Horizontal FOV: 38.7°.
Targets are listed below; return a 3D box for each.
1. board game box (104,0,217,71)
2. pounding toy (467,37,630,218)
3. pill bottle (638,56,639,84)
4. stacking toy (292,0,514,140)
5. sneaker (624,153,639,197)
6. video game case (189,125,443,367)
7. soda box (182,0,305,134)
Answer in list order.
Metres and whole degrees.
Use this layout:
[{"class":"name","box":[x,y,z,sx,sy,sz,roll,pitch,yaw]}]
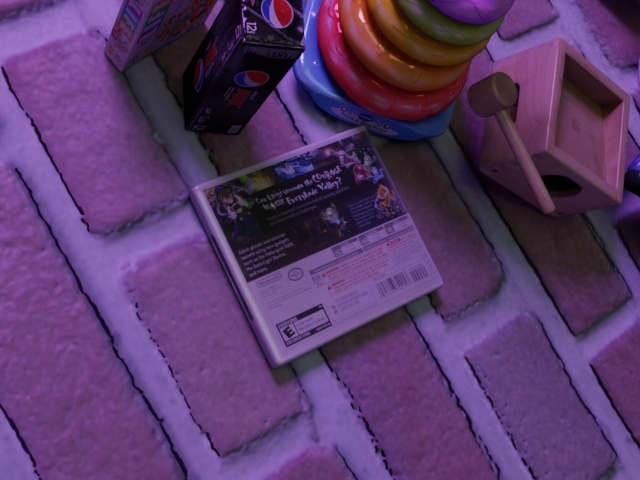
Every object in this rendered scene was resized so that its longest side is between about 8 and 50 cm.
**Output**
[{"class":"board game box","box":[-0.121,-0.209,0.770,0.103,0.154,0.026,-39,92,-28]},{"class":"pounding toy","box":[0.199,-0.098,0.887,0.206,0.094,0.181,26,65,-34]},{"class":"pill bottle","box":[0.464,-0.200,1.059,0.169,0.094,0.094,-4,75,-25]},{"class":"stacking toy","box":[0.111,-0.223,0.792,0.175,0.302,0.165,19,66,-18]},{"class":"sneaker","box":[0.427,0.031,0.967,0.147,0.130,0.330,-35,93,-9]},{"class":"video game case","box":[0.000,0.000,0.830,0.190,0.022,0.173,-23,84,-27]},{"class":"soda box","box":[-0.068,-0.149,0.764,0.053,0.169,0.060,3,72,-24]}]
